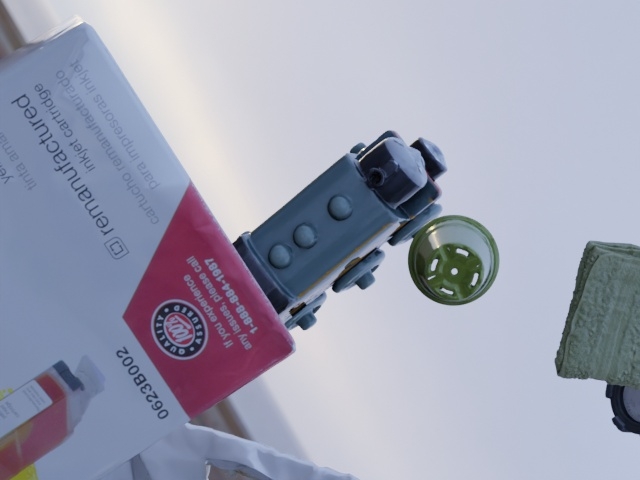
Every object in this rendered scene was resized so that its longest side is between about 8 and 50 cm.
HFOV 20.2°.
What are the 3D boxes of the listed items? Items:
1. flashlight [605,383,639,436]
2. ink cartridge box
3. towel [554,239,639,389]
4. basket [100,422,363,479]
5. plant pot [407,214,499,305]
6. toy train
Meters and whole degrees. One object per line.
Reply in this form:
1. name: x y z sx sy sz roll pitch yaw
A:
1. flashlight: 0.490 0.197 2.287 0.304 0.103 0.103 1 66 -44
2. ink cartridge box: -0.255 0.058 1.275 0.279 0.384 0.160 58 -4 -13
3. towel: 0.299 0.075 1.815 0.027 0.110 0.148 -133 -125 -72
4. basket: -0.131 0.368 1.595 0.328 0.331 0.266 14 -57 23
5. plant pot: 0.118 0.023 1.591 0.083 0.083 0.079 60 7 -4
6. toy train: 0.000 0.000 2.056 0.142 0.334 0.190 54 13 7
